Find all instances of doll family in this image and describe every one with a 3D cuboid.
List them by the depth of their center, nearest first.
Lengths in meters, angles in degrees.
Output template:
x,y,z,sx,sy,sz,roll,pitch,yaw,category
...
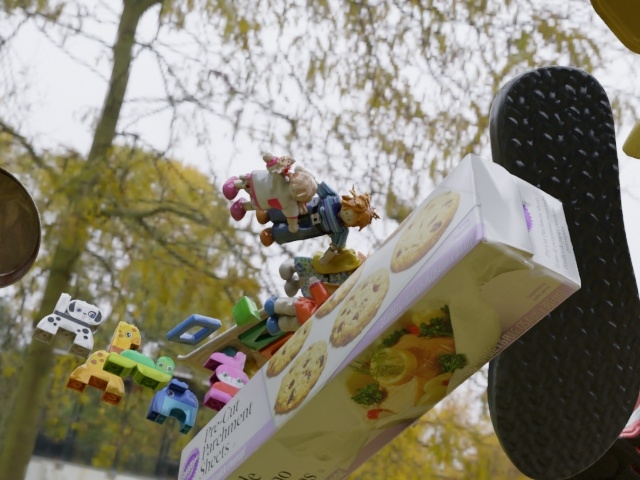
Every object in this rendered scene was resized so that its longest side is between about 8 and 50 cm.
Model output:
x,y,z,sx,sy,sz,roll,pitch,yaw,category
0.000,0.000,1.154,0.163,0.262,0.118,-4,21,41,doll family

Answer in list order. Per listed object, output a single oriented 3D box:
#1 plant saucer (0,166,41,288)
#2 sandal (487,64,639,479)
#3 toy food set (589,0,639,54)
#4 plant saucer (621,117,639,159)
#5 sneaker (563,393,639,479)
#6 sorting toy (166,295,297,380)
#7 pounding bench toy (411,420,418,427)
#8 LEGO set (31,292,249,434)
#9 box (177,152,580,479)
x,y,z,sx,sy,sz,roll,pitch,yaw,category
-0.427,-0.021,1.196,0.169,0.168,0.029,7,13,12,plant saucer
0.261,0.036,1.032,0.168,0.445,0.107,1,-2,-5,sandal
0.469,-0.376,1.377,0.218,0.071,0.128,50,-52,-5,toy food set
0.622,-0.199,1.230,0.333,0.333,0.081,27,-31,49,plant saucer
0.429,0.250,1.275,0.116,0.314,0.136,44,15,-10,sneaker
-0.105,0.183,1.510,0.196,0.047,0.348,-29,-29,10,sorting toy
0.122,0.233,1.377,0.065,0.052,0.083,30,-2,5,pounding bench toy
-0.184,0.122,0.973,0.227,0.093,0.087,25,-49,-15,LEGO set
0.014,0.084,0.543,0.063,0.067,0.324,26,-49,-20,box
